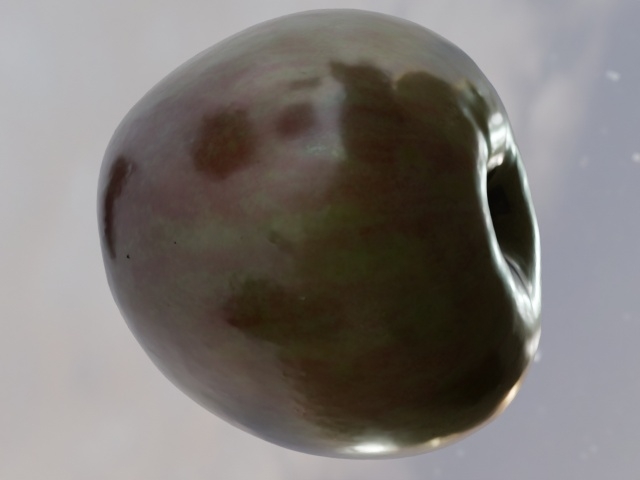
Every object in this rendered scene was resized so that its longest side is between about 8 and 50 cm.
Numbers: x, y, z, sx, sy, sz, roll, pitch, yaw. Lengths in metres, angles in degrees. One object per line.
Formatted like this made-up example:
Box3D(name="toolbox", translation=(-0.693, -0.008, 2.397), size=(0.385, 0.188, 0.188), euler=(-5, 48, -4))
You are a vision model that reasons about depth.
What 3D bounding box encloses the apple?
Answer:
Box3D(name="apple", translation=(0.000, 0.000, 1.049), size=(0.257, 0.233, 0.257), euler=(-8, -90, -77))
